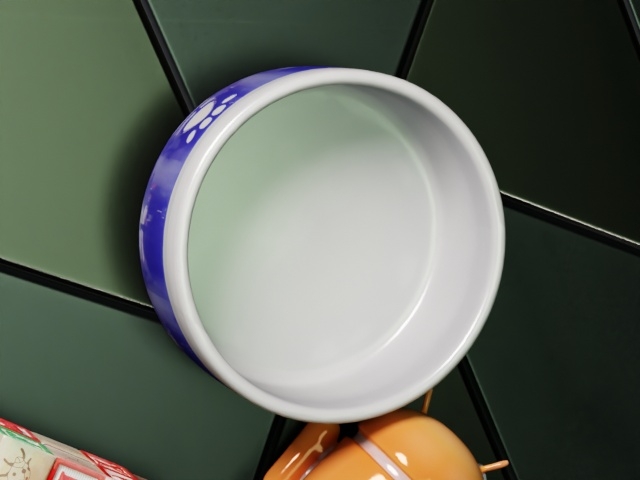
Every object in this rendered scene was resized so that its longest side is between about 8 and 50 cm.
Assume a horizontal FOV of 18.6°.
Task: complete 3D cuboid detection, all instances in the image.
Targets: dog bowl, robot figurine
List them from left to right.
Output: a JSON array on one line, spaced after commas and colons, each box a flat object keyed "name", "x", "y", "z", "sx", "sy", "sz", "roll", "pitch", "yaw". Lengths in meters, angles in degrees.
[{"name": "dog bowl", "x": 0.000, "y": 0.000, "z": 1.484, "sx": 0.265, "sy": 0.104, "sz": 0.264, "roll": -3, "pitch": 98, "yaw": -22}, {"name": "robot figurine", "x": 0.040, "y": 0.221, "z": 1.513, "sx": 0.219, "sy": 0.158, "sz": 0.128, "roll": -45, "pitch": 121, "yaw": -5}]

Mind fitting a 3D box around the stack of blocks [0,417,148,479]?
[{"name": "stack of blocks", "x": -0.230, "y": 0.298, "z": 1.443, "sx": 0.171, "sy": 0.087, "sz": 0.297, "roll": 27, "pitch": 87, "yaw": -23}]

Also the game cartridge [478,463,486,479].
[{"name": "game cartridge", "x": 0.099, "y": 0.219, "z": 1.602, "sx": 0.083, "sy": 0.017, "sz": 0.056, "roll": -12, "pitch": 98, "yaw": -19}]
